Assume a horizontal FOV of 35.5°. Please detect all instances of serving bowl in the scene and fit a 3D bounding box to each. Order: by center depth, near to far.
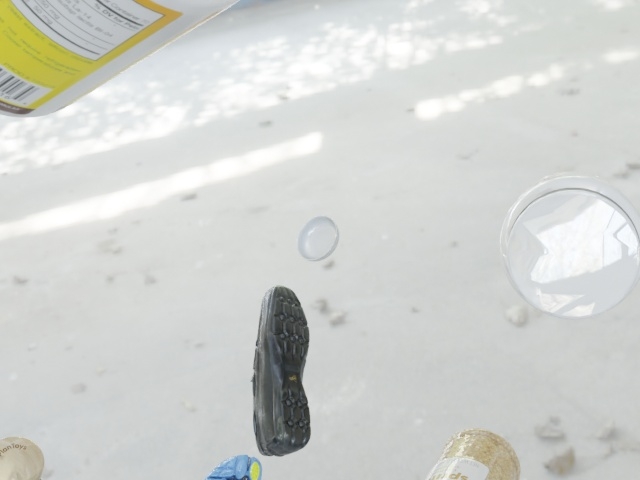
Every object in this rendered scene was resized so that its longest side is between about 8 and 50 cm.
[{"bbox_3d":[0.000,0.000,1.701,0.083,0.027,0.083,-17,58,30],"label":"serving bowl"}]

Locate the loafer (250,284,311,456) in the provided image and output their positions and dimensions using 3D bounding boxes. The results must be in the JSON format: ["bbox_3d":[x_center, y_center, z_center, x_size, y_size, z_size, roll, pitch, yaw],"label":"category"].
[{"bbox_3d":[-0.059,0.166,1.284,0.076,0.223,0.078,21,-34,-41],"label":"loafer"}]

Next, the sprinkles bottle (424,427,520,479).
[{"bbox_3d":[0.167,0.379,1.315,0.121,0.121,0.355,3,18,24],"label":"sprinkles bottle"}]

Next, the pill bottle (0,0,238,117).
[{"bbox_3d":[-0.106,-0.146,0.484,0.215,0.117,0.117,-19,12,41],"label":"pill bottle"}]

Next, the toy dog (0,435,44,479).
[{"bbox_3d":[-0.399,0.427,1.369,0.334,0.220,0.161,28,42,33],"label":"toy dog"}]

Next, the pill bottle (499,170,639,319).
[{"bbox_3d":[0.290,0.002,1.152,0.160,0.160,0.283,-2,5,13],"label":"pill bottle"}]

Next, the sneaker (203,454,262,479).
[{"bbox_3d":[-0.130,0.338,1.197,0.067,0.188,0.078,25,2,-2],"label":"sneaker"}]
